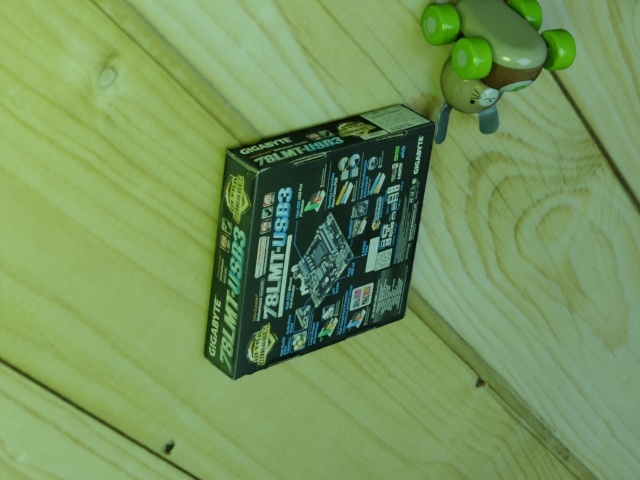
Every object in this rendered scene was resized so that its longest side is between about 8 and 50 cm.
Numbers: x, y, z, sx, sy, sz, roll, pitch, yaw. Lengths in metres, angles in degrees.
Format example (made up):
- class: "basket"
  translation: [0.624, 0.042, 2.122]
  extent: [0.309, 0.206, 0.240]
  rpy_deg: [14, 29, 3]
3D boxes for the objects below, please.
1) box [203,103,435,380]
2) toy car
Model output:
- class: "box"
  translation: [0.000, 0.000, 1.835]
  extent: [0.293, 0.073, 0.295]
  rpy_deg: [-17, 127, -37]
- class: "toy car"
  translation: [0.205, -0.199, 1.871]
  extent: [0.155, 0.149, 0.188]
  rpy_deg: [-9, 134, -28]
